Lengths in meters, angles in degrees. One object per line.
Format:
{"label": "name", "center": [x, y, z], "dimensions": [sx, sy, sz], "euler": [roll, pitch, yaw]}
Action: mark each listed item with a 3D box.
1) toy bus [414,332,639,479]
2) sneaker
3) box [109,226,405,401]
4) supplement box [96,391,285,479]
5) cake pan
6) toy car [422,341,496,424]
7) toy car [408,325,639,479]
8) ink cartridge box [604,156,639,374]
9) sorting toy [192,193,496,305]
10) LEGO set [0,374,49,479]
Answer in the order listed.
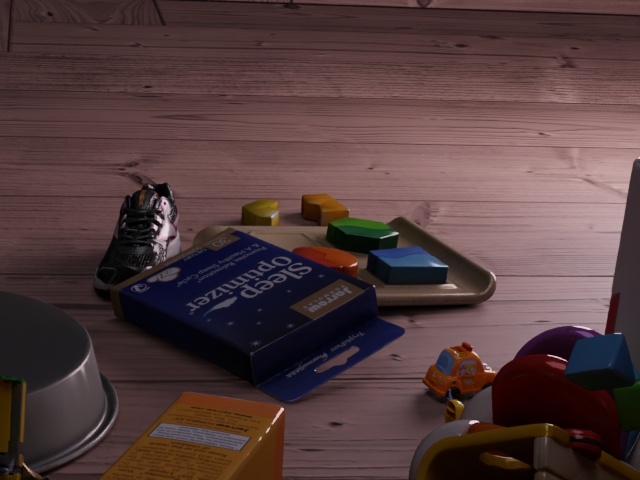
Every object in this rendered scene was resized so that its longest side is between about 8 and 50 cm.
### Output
{"label": "toy bus", "center": [0.134, 0.173, 0.900], "dimensions": [0.104, 0.202, 0.191], "euler": [-13, 14, 37]}
{"label": "sneaker", "center": [-0.167, -0.006, 1.480], "dimensions": [0.072, 0.077, 0.178], "euler": [2, 18, -2]}
{"label": "box", "center": [-0.052, 0.056, 1.335], "dimensions": [0.136, 0.036, 0.225], "euler": [-28, 35, -35]}
{"label": "supplement box", "center": [-0.091, 0.167, 0.956], "dimensions": [0.080, 0.078, 0.233], "euler": [8, 18, 13]}
{"label": "cake pan", "center": [-0.293, 0.097, 1.173], "dimensions": [0.293, 0.054, 0.293], "euler": [4, 17, -1]}
{"label": "toy car", "center": [0.115, 0.111, 1.231], "dimensions": [0.060, 0.040, 0.122], "euler": [2, 17, -7]}
{"label": "toy car", "center": [0.154, 0.124, 1.043], "dimensions": [0.159, 0.136, 0.182], "euler": [12, 20, 26]}
{"label": "ink cartridge box", "center": [0.342, 0.032, 1.227], "dimensions": [0.131, 0.226, 0.306], "euler": [17, 21, 33]}
{"label": "sorting toy", "center": [0.000, 0.000, 1.554], "dimensions": [0.229, 0.041, 0.307], "euler": [-4, 20, -24]}
{"label": "LEGO set", "center": [-0.312, 0.158, 0.874], "dimensions": [0.331, 0.192, 0.255], "euler": [3, -12, -11]}
